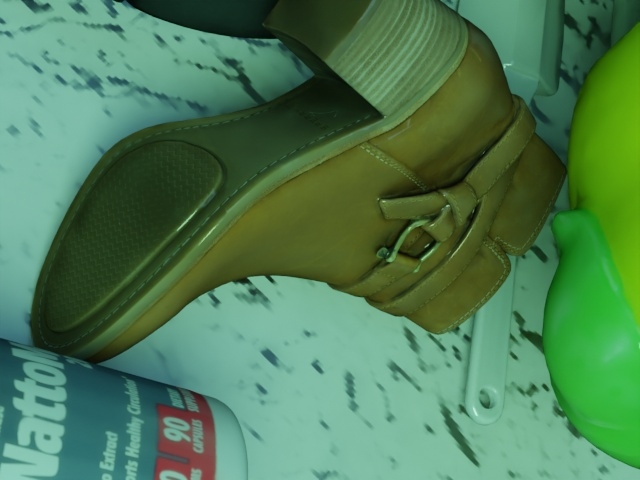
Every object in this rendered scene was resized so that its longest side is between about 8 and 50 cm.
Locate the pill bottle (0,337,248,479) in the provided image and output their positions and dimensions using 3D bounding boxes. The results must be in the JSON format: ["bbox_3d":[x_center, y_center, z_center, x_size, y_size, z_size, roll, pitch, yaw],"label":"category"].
[{"bbox_3d":[-0.124,0.080,0.562,0.180,0.108,0.108,17,66,-20],"label":"pill bottle"}]

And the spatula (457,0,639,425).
[{"bbox_3d":[0.128,-0.019,0.774,0.168,0.019,0.242,18,67,-23],"label":"spatula"}]

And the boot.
[{"bbox_3d":[0.000,0.000,0.669,0.197,0.073,0.152,-44,134,6],"label":"boot"}]

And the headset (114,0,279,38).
[{"bbox_3d":[-0.087,-0.244,0.650,0.394,0.185,0.243,29,62,-13],"label":"headset"}]

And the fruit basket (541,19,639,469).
[{"bbox_3d":[0.211,-0.057,0.673,0.392,0.283,0.392,0,87,-3],"label":"fruit basket"}]
